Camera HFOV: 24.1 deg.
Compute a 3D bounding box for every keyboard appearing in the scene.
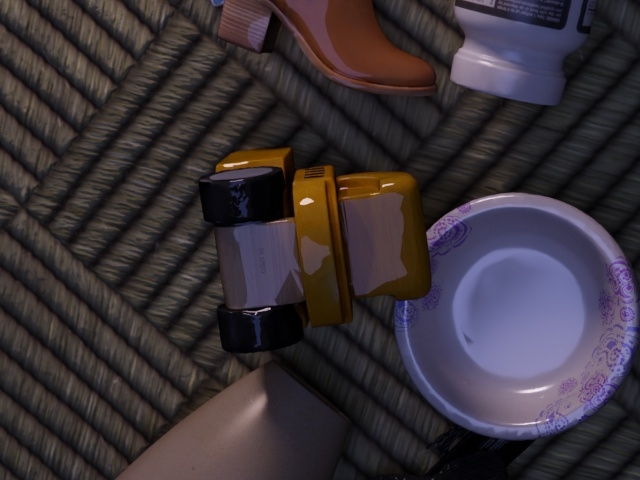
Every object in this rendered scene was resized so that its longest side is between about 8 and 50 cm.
[{"bbox_3d":[0.208,0.241,1.886,0.100,0.038,0.192,39,104,-23],"label":"keyboard"}]

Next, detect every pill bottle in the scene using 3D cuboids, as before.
[{"bbox_3d":[0.241,-0.303,1.706,0.162,0.162,0.279,14,102,7],"label":"pill bottle"}]

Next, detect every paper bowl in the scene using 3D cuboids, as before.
[{"bbox_3d":[0.236,0.088,1.772,0.284,0.148,0.284,0,90,14],"label":"paper bowl"}]

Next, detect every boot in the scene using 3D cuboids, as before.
[{"bbox_3d":[0.144,0.365,1.875,0.246,0.083,0.161,-17,120,15],"label":"boot"},{"bbox_3d":[0.033,-0.302,1.773,0.283,0.109,0.220,22,103,8],"label":"boot"}]

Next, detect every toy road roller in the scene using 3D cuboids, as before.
[{"bbox_3d":[0.000,0.000,1.729,0.240,0.329,0.203,-7,99,2],"label":"toy road roller"}]

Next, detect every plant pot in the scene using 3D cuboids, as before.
[{"bbox_3d":[-0.095,0.292,1.854,0.256,0.256,0.274,38,88,2],"label":"plant pot"}]

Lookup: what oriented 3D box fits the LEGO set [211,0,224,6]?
[{"bbox_3d":[-0.087,-0.425,1.799,0.182,0.060,0.244,-18,96,9],"label":"LEGO set"}]
